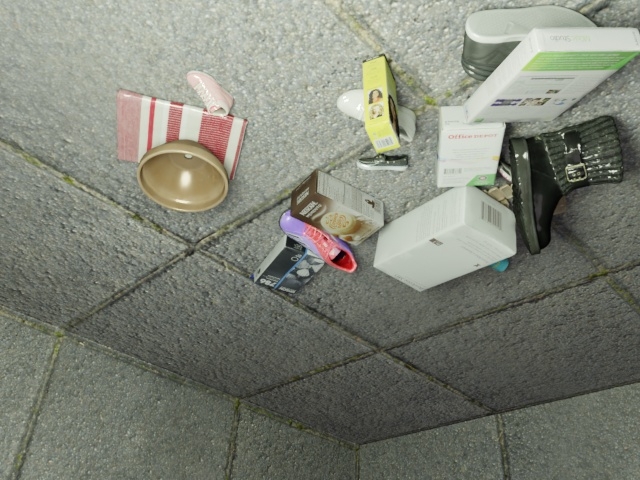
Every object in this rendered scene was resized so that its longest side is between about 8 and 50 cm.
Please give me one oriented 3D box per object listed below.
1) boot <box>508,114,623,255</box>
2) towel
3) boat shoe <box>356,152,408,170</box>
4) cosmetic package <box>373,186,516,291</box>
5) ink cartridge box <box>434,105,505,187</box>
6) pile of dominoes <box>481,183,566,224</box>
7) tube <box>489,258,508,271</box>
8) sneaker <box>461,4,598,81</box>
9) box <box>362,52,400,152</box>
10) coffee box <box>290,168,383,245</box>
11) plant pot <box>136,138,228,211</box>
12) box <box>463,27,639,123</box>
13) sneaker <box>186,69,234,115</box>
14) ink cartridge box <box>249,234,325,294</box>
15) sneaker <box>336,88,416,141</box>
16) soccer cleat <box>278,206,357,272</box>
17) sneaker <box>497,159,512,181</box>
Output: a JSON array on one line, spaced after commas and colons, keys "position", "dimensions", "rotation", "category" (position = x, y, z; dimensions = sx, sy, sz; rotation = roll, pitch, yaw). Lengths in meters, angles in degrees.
[{"position": [0.638, -0.133, 1.521], "dimensions": [0.260, 0.131, 0.348], "rotation": [-10, 118, 9], "category": "boot"}, {"position": [-0.378, -0.278, 1.587], "dimensions": [0.328, 0.037, 0.237], "rotation": [11, 142, -12], "category": "towel"}, {"position": [0.170, -0.219, 1.615], "dimensions": [0.142, 0.049, 0.040], "rotation": [2, 125, -1], "category": "boat shoe"}, {"position": [0.362, 0.001, 1.764], "dimensions": [0.217, 0.156, 0.385], "rotation": [27, 145, -23], "category": "cosmetic package"}, {"position": [0.380, -0.241, 1.521], "dimensions": [0.154, 0.093, 0.212], "rotation": [-2, 145, 6], "category": "ink cartridge box"}, {"position": [0.588, -0.123, 1.734], "dimensions": [0.251, 0.040, 0.196], "rotation": [-15, 141, 12], "category": "pile of dominoes"}, {"position": [0.524, 0.038, 1.941], "dimensions": [0.207, 0.052, 0.080], "rotation": [26, 130, -18], "category": "tube"}, {"position": [0.441, -0.418, 1.278], "dimensions": [0.295, 0.105, 0.147], "rotation": [-1, 158, -4], "category": "sneaker"}, {"position": [0.136, -0.311, 1.325], "dimensions": [0.058, 0.232, 0.087], "rotation": [-14, 142, 19], "category": "box"}, {"position": [0.049, -0.094, 1.748], "dimensions": [0.246, 0.098, 0.141], "rotation": [23, 140, -25], "category": "coffee box"}, {"position": [-0.361, -0.191, 1.581], "dimensions": [0.237, 0.110, 0.237], "rotation": [1, 141, 1], "category": "plant pot"}, {"position": [0.482, -0.345, 1.270], "dimensions": [0.232, 0.059, 0.322], "rotation": [-4, 168, -13], "category": "box"}, {"position": [-0.272, -0.355, 1.440], "dimensions": [0.051, 0.070, 0.134], "rotation": [-27, 134, 38], "category": "sneaker"}, {"position": [-0.119, 0.103, 2.070], "dimensions": [0.165, 0.065, 0.333], "rotation": [18, 143, -20], "category": "ink cartridge box"}, {"position": [0.141, -0.303, 1.455], "dimensions": [0.212, 0.094, 0.080], "rotation": [14, 144, -14], "category": "sneaker"}, {"position": [0.000, 0.000, 1.843], "dimensions": [0.109, 0.116, 0.318], "rotation": [-49, 131, 5], "category": "soccer cleat"}, {"position": [0.554, -0.188, 1.608], "dimensions": [0.170, 0.063, 0.075], "rotation": [27, 112, -6], "category": "sneaker"}]
